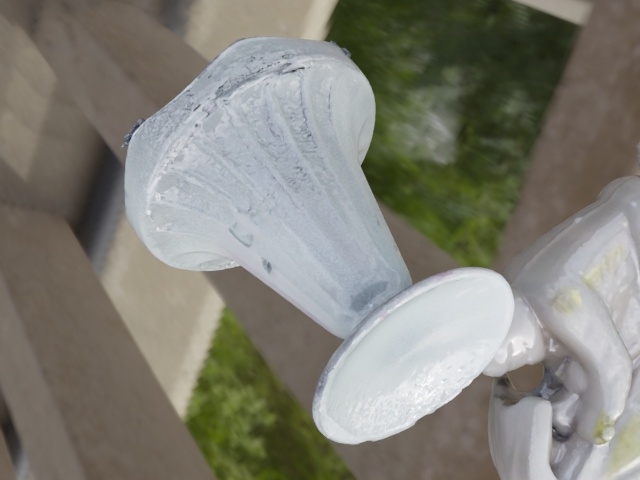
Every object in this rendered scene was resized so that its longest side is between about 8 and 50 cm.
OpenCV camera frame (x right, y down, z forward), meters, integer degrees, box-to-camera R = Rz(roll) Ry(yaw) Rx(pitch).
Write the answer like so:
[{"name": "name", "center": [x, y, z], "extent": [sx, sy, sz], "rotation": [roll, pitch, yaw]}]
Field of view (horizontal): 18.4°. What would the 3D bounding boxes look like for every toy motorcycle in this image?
[{"name": "toy motorcycle", "center": [0.192, 0.052, 1.157], "extent": [0.223, 0.108, 0.341], "rotation": [24, 93, -19]}]

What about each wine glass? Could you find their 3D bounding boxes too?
[{"name": "wine glass", "center": [0.000, 0.000, 1.096], "extent": [0.165, 0.196, 0.165], "rotation": [-25, 143, -20]}]
